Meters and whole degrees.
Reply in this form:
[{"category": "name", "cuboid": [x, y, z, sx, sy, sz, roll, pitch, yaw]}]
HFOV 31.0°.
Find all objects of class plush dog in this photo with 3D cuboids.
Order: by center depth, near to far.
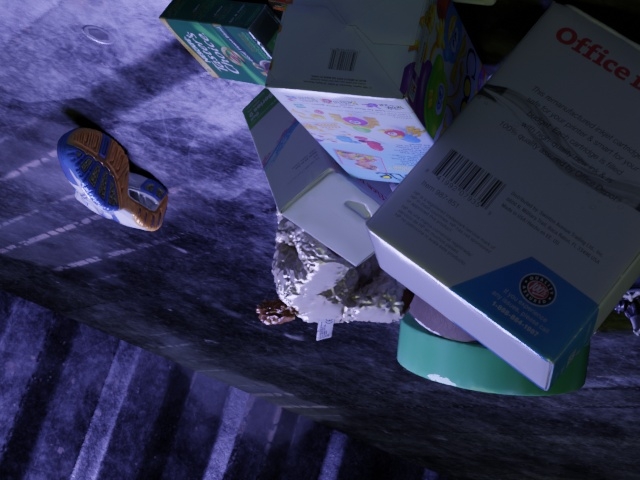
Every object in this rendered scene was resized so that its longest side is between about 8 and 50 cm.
[{"category": "plush dog", "cuboid": [0.000, 0.000, 1.704, 0.211, 0.225, 0.262, -22, 141, 29]}]

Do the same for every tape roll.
[{"category": "tape roll", "cuboid": [0.292, 0.182, 1.964, 0.321, 0.077, 0.321, 5, -172, -1]}]

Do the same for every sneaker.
[{"category": "sneaker", "cuboid": [-0.378, -0.095, 1.938, 0.131, 0.111, 0.296, 9, 159, 24]}]

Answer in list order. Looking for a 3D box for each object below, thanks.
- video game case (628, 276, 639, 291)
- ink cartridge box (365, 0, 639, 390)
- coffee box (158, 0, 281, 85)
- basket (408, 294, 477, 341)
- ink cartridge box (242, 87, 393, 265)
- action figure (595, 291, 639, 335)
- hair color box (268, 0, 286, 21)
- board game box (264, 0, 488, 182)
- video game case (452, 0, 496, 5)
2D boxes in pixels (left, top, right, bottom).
[{"category": "video game case", "cuboid": [0.386, 0.003, 1.233, 0.274, 0.196, 0.026, -11, 106, 54]}, {"category": "ink cartridge box", "cuboid": [0.230, -0.046, 1.140, 0.223, 0.307, 0.129, 37, 170, 20]}, {"category": "coffee box", "cuboid": [-0.095, -0.226, 1.328, 0.184, 0.040, 0.113, 19, 160, 47]}, {"category": "basket", "cuboid": [0.213, 0.040, 1.750, 0.204, 0.154, 0.227, 20, 159, 15]}, {"category": "ink cartridge box", "cuboid": [0.003, -0.092, 1.442, 0.093, 0.212, 0.154, -42, 132, 17]}, {"category": "action figure", "cuboid": [0.441, 0.079, 1.667, 0.164, 0.140, 0.275, -4, 153, 23]}, {"category": "hair color box", "cuboid": [-0.010, -0.242, 1.295, 0.072, 0.043, 0.141, 13, 162, 12]}, {"category": "board game box", "cuboid": [0.070, -0.166, 1.201, 0.144, 0.142, 0.275, 8, 167, 21]}, {"category": "video game case", "cuboid": [-0.010, -0.328, 1.062, 0.329, 0.036, 0.300, 10, 160, 18]}]
